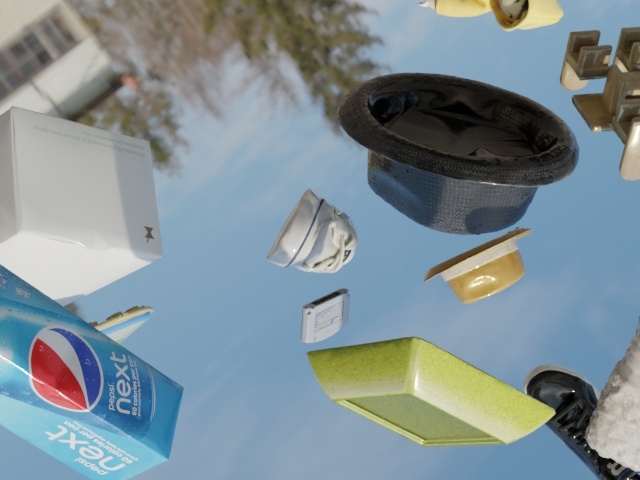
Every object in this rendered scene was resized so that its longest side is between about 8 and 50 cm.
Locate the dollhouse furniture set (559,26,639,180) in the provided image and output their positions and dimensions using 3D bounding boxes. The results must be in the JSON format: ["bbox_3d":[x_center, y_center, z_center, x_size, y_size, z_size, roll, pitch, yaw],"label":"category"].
[{"bbox_3d":[0.451,-0.157,1.751,0.242,0.161,0.212,-6,-139,-13],"label":"dollhouse furniture set"}]

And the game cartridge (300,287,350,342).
[{"bbox_3d":[0.005,0.097,1.687,0.017,0.056,0.083,19,-153,37],"label":"game cartridge"}]

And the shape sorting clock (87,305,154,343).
[{"bbox_3d":[-0.363,0.150,2.132,0.206,0.040,0.206,-28,171,-5],"label":"shape sorting clock"}]

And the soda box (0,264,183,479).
[{"bbox_3d":[-0.198,0.090,0.929,0.071,0.210,0.067,-28,-141,33],"label":"soda box"}]

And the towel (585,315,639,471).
[{"bbox_3d":[0.349,0.137,0.970,0.049,0.282,0.187,-53,162,-55],"label":"towel"}]

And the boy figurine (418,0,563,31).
[{"bbox_3d":[0.190,-0.361,1.736,0.092,0.285,0.177,-20,151,-50],"label":"boy figurine"}]

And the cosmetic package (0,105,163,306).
[{"bbox_3d":[-0.372,0.001,1.525,0.365,0.197,0.155,-25,-116,36],"label":"cosmetic package"}]

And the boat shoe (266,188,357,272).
[{"bbox_3d":[0.000,0.000,1.616,0.096,0.088,0.267,-60,177,2],"label":"boat shoe"}]

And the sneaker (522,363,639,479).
[{"bbox_3d":[0.346,0.246,1.649,0.079,0.217,0.121,-45,-162,7],"label":"sneaker"}]

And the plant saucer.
[{"bbox_3d":[0.102,0.160,1.320,0.188,0.188,0.045,-15,-128,54],"label":"plant saucer"}]

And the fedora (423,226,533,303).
[{"bbox_3d":[0.257,0.046,2.085,0.194,0.079,0.194,-25,176,-2],"label":"fedora"}]

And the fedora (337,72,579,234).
[{"bbox_3d":[0.181,-0.106,1.838,0.334,0.152,0.334,6,-149,-4],"label":"fedora"}]
